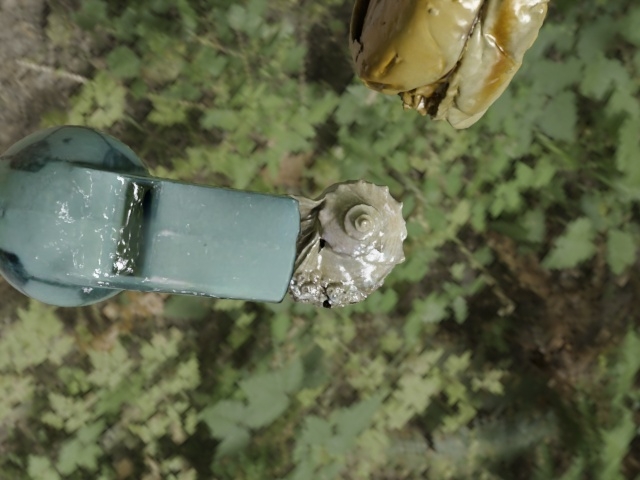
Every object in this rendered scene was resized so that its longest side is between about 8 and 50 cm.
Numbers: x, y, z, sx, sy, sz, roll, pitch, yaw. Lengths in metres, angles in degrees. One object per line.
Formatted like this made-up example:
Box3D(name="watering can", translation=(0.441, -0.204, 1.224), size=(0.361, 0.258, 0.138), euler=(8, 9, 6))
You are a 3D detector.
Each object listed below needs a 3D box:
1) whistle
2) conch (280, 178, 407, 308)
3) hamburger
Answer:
Box3D(name="whistle", translation=(-0.177, -0.016, 1.238), size=(0.290, 0.163, 0.163), euler=(8, 111, -35))
Box3D(name="conch", translation=(0.000, 0.000, 1.767), size=(0.178, 0.245, 0.163), euler=(31, 78, -10))
Box3D(name="hamburger", translation=(0.099, -0.180, 0.984), size=(0.108, 0.214, 0.213), euler=(22, 104, -12))
